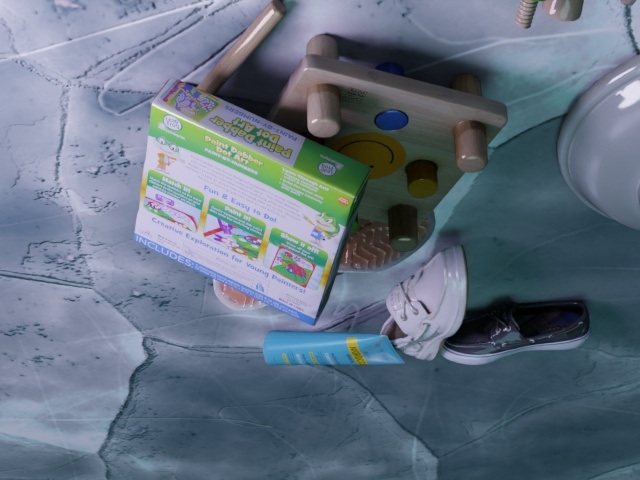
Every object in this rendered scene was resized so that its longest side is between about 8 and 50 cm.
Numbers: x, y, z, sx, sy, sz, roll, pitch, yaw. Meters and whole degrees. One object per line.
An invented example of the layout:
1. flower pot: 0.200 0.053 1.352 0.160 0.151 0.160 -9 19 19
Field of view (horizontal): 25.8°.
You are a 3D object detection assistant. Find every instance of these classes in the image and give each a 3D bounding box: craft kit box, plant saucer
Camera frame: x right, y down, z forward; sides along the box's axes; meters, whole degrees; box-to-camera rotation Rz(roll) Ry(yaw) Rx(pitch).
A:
1. craft kit box: -0.086 -0.039 1.598 0.250 0.061 0.246 25 143 6
2. plant saucer: 0.491 -0.094 1.691 0.400 0.100 0.400 0 148 0

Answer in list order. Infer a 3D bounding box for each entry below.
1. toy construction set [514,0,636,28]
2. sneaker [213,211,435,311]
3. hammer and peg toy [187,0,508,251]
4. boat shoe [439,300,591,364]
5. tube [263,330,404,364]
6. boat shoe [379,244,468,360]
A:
1. toy construction set: 0.343 -0.291 1.329 0.309 0.257 0.237 20 129 10
2. sneaker: 0.000 0.000 1.842 0.302 0.121 0.108 -18 103 0
3. hammer and peg toy: 0.005 -0.120 1.615 0.361 0.127 0.266 13 145 -19
4. boat shoe: 0.286 0.127 2.055 0.228 0.080 0.076 -3 141 3
5. tube: 0.017 0.161 2.087 0.207 0.052 0.080 -2 151 24
6. boat shoe: 0.141 0.095 1.980 0.096 0.098 0.277 4 148 -9
